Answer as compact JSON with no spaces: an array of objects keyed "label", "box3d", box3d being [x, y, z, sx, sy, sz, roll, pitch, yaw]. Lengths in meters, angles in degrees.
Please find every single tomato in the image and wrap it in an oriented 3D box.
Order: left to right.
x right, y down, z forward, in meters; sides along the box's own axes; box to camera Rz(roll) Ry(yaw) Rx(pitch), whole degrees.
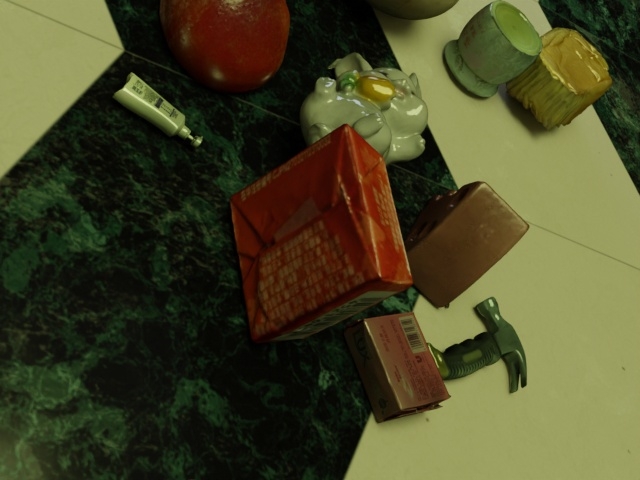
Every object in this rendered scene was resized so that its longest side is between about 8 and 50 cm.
[{"label":"tomato","box3d":[-0.136,-0.357,1.536,0.200,0.139,0.233,8,59,-30]}]

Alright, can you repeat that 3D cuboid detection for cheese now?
[{"label":"cheese","box3d":[0.245,-0.015,1.612,0.128,0.177,0.203,44,44,-9]}]

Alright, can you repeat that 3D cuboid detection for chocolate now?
[{"label":"chocolate","box3d":[0.000,0.000,1.357,0.108,0.237,0.235,16,53,-45]}]

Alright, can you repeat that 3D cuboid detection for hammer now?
[{"label":"hammer","box3d":[0.242,0.181,1.584,0.226,0.041,0.159,-9,68,-44]}]

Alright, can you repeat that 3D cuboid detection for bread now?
[{"label":"bread","box3d":[0.490,-0.333,2.059,0.179,0.133,0.250,53,42,1]}]

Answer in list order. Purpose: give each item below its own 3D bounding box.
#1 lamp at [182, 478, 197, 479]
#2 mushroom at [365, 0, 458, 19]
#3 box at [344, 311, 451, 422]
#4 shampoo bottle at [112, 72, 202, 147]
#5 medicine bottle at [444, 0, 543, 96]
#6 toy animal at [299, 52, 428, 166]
[{"label":"lamp","box3d":[-0.197,0.325,1.053,0.215,0.121,0.121,-10,70,-56]},{"label":"mushroom","box3d":[0.175,-0.567,1.825,0.297,0.290,0.297,22,50,-29]},{"label":"box","box3d":[0.111,0.185,1.456,0.111,0.060,0.156,-3,63,-42]},{"label":"shampoo bottle","box3d":[-0.228,-0.179,1.419,0.141,0.034,0.049,38,38,-16]},{"label":"medicine bottle","box3d":[0.336,-0.375,1.947,0.147,0.143,0.147,24,47,-28]},{"label":"toy animal","box3d":[0.074,-0.206,1.617,0.208,0.154,0.325,19,28,-5]}]
